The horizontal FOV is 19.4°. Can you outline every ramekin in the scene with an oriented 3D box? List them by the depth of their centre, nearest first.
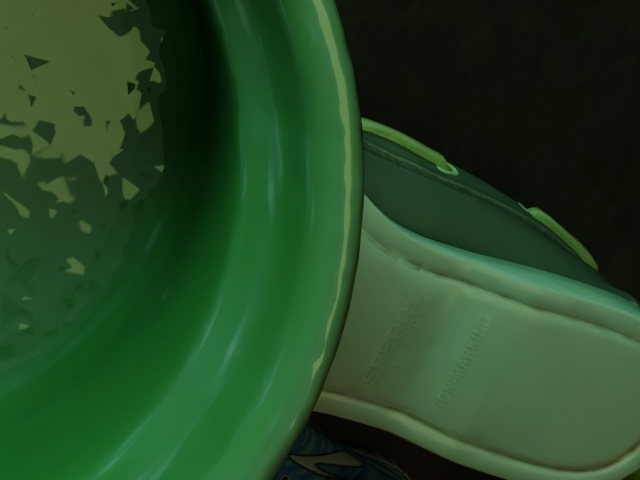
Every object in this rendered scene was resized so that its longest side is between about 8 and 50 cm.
[{"bbox_3d":[-0.147,-0.029,0.543,0.303,0.148,0.303,-2,107,-7],"label":"ramekin"}]

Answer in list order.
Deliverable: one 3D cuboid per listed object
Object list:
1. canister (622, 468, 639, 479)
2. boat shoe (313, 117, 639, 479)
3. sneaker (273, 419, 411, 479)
[{"bbox_3d":[0.160,0.155,0.817,0.126,0.170,0.073,-25,120,-18],"label":"canister"},{"bbox_3d":[-0.002,0.004,0.711,0.305,0.091,0.109,24,108,-21],"label":"boat shoe"},{"bbox_3d":[-0.006,0.103,0.763,0.162,0.073,0.063,24,97,-34],"label":"sneaker"}]
